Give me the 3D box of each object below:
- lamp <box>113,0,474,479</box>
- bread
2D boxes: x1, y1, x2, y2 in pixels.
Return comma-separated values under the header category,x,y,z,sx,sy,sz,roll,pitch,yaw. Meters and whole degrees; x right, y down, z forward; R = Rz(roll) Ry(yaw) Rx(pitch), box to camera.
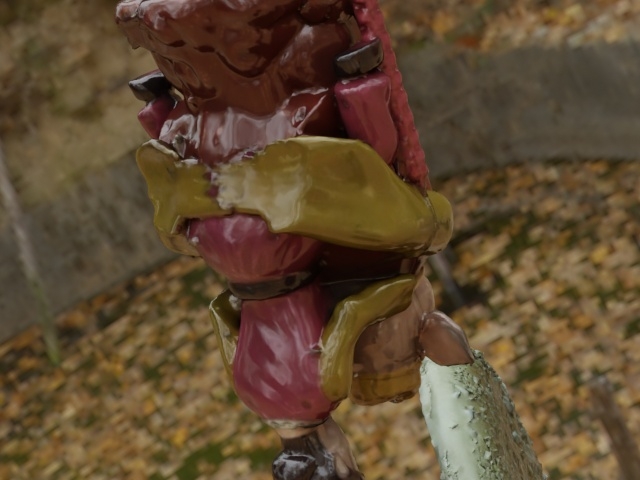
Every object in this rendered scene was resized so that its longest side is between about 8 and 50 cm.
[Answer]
category,x,y,z,sx,sy,sz,roll,pitch,yaw
lamp,0.000,0.000,0.664,0.118,0.253,0.118,-16,15,4
bread,0.127,0.180,1.053,0.040,0.267,0.267,-23,22,10
